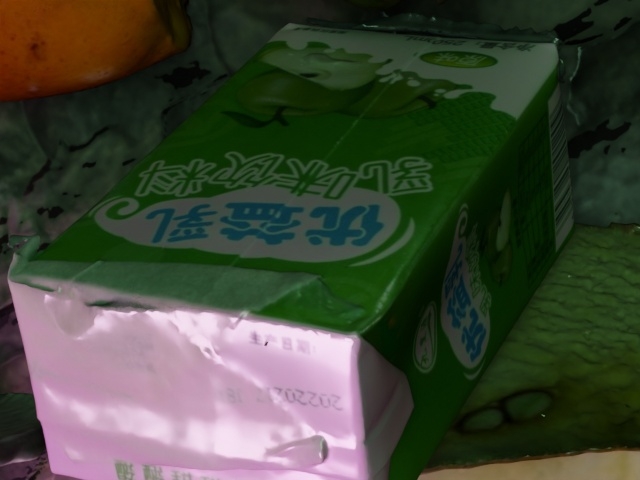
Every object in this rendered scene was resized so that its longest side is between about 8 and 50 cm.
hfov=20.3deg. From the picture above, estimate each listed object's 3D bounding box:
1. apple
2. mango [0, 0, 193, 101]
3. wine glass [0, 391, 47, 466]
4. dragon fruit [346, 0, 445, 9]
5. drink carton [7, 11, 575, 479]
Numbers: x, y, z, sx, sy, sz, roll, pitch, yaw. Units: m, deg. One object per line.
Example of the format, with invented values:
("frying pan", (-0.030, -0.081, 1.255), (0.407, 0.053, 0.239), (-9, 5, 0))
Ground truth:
("apple", (0.101, 0.103, 0.828), (0.346, 0.179, 0.254), (-7, 80, -2))
("mango", (-0.202, -0.158, 0.907), (0.257, 0.138, 0.187), (-6, 76, 3))
("wine glass", (-0.199, 0.281, 0.814), (0.267, 0.267, 0.406), (-1, 95, 9))
("dragon fruit", (0.017, -0.178, 0.848), (0.166, 0.172, 0.160), (-30, 65, 15))
("drink carton", (0.000, 0.000, 0.792), (0.161, 0.271, 0.108), (7, 122, 24))
